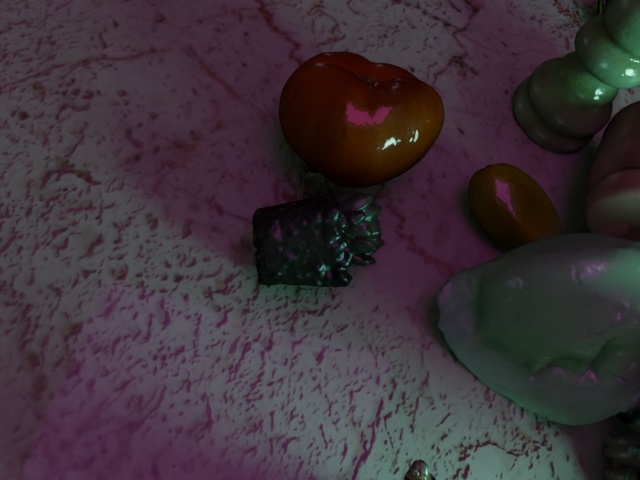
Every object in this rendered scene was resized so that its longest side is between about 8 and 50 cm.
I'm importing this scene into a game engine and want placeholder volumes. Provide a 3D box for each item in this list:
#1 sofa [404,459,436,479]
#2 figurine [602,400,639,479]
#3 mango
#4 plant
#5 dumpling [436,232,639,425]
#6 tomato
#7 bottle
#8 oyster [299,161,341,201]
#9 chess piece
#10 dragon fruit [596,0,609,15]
[{"bbox_3d":[0.106,0.387,0.579,0.182,0.258,0.200,35,60,18],"label":"sofa"},{"bbox_3d":[0.520,0.284,0.689,0.210,0.361,0.253,5,65,-3],"label":"figurine"},{"bbox_3d":[0.334,-0.046,0.935,0.130,0.092,0.195,-29,81,-27],"label":"mango"},{"bbox_3d":[0.000,0.000,0.788,0.194,0.132,0.129,-9,104,-6],"label":"plant"},{"bbox_3d":[0.374,0.102,0.809,0.270,0.320,0.212,59,43,-19],"label":"dumpling"},{"bbox_3d":[0.060,-0.187,0.863,0.259,0.180,0.260,13,34,-9],"label":"tomato"},{"bbox_3d":[0.560,-0.101,0.975,0.173,0.206,0.297,36,52,3],"label":"bottle"},{"bbox_3d":[0.002,-0.069,0.889,0.086,0.029,0.132,13,60,-17],"label":"oyster"},{"bbox_3d":[0.505,-0.318,0.975,0.182,0.330,0.183,5,65,-12],"label":"chess piece"},{"bbox_3d":[0.734,-0.515,1.209,0.223,0.224,0.227,8,66,-12],"label":"dragon fruit"}]
